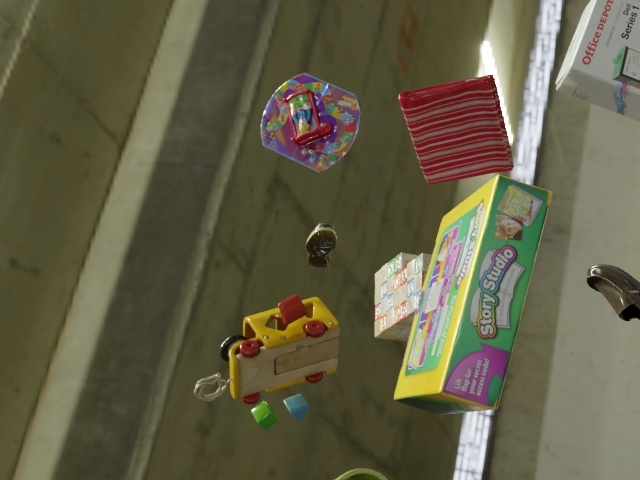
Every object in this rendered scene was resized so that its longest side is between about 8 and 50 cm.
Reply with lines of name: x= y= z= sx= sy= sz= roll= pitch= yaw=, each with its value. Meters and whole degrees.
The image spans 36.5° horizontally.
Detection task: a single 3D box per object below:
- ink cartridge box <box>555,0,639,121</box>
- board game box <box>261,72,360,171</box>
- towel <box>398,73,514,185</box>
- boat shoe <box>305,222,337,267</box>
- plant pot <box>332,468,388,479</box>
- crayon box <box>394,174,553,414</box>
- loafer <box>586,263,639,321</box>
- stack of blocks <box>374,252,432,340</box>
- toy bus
ink cartridge box: x=0.651 y=-0.364 z=1.976 sx=0.117 sy=0.278 sz=0.201 roll=93 pitch=-160 yaw=-76
board game box: x=-0.022 y=-0.189 z=1.496 sx=0.133 sy=0.168 sz=0.033 roll=-62 pitch=-26 yaw=0
towel: x=0.287 y=-0.224 z=2.021 sx=0.275 sy=0.198 sz=0.031 roll=64 pitch=-158 yaw=-46
boat shoe: x=0.000 y=0.000 z=1.717 sx=0.152 sy=0.056 sz=0.049 roll=107 pitch=167 yaw=-65
plant pot: x=0.000 y=0.624 z=2.055 sx=0.276 sy=0.253 sz=0.276 roll=12 pitch=-108 yaw=-43
crayon box: x=0.251 y=0.105 z=1.640 sx=0.313 sy=0.106 sz=0.363 roll=132 pitch=156 yaw=-75
loafer: x=0.632 y=0.121 z=2.003 sx=0.078 sy=0.220 sz=0.080 roll=-46 pitch=-46 yaw=-13
stack of blocks: x=0.221 y=0.121 z=2.316 sx=0.297 sy=0.087 sz=0.171 roll=134 pitch=141 yaw=-64
toy bus: x=-0.073 y=0.151 z=1.372 sx=0.191 sy=0.104 sz=0.202 roll=-49 pitch=-48 yaw=7
